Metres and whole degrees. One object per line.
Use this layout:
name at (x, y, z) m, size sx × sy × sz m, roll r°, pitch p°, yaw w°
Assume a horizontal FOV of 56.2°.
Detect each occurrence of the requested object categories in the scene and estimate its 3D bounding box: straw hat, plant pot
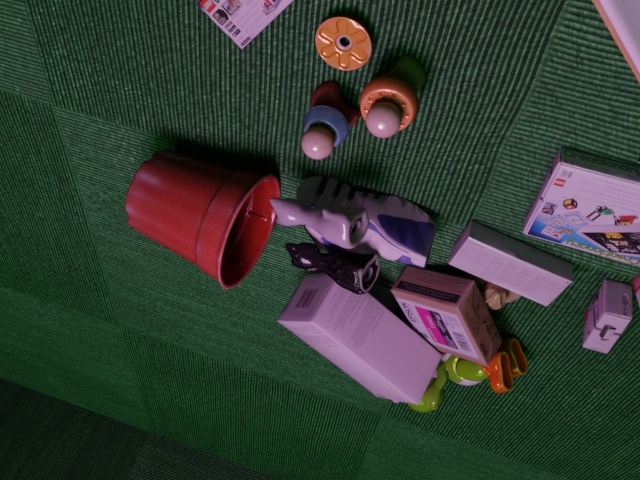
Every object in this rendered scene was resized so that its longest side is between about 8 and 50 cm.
straw hat at (0.401, 0.125, 1.385) m, size 0.144 × 0.061 × 0.144 m, roll 14°, pitch 140°, yaw 12°
plant pot at (-0.269, -0.066, 1.345) m, size 0.265 × 0.272 × 0.272 m, roll 22°, pitch 142°, yaw 12°

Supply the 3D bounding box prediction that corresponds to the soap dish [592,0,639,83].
soap dish at (0.472, -0.355, 0.760) m, size 0.229 × 0.118 × 0.291 m, roll -22°, pitch 123°, yaw 41°

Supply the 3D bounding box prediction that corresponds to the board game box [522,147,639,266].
board game box at (0.561, -0.048, 1.117) m, size 0.305 × 0.053 × 0.193 m, roll 17°, pitch 140°, yaw 7°

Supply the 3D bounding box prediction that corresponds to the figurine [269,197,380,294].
figurine at (0.000, 0.000, 1.249) m, size 0.209 × 0.092 × 0.215 m, roll 13°, pitch 139°, yaw 31°

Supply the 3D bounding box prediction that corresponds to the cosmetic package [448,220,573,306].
cosmetic package at (0.409, 0.050, 1.293) m, size 0.239 × 0.060 × 0.099 m, roll 24°, pitch 139°, yaw -2°

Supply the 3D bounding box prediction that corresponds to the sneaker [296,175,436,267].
sneaker at (0.093, -0.016, 1.336) m, size 0.316 × 0.127 × 0.182 m, roll 23°, pitch 145°, yaw 11°

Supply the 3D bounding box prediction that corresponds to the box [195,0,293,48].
box at (-0.109, -0.428, 1.016) m, size 0.114 × 0.036 × 0.207 m, roll 42°, pitch 137°, yaw -22°

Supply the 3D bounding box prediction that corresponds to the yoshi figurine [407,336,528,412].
yoshi figurine at (0.351, 0.368, 1.588) m, size 0.362 × 0.203 × 0.203 m, roll -15°, pitch 135°, yaw 41°

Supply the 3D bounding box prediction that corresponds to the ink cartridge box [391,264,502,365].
ink cartridge box at (0.302, 0.179, 1.429) m, size 0.193 × 0.088 × 0.234 m, roll 10°, pitch 144°, yaw 45°

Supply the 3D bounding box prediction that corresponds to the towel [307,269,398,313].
towel at (0.066, 0.187, 1.636) m, size 0.248 × 0.038 × 0.325 m, roll 19°, pitch 140°, yaw 4°

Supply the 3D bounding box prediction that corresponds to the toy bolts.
toy bolts at (0.037, -0.248, 1.054) m, size 0.218 × 0.158 × 0.228 m, roll 39°, pitch 138°, yaw -20°

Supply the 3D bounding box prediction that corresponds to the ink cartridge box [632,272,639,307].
ink cartridge box at (0.660, 0.115, 1.058) m, size 0.128 × 0.176 × 0.127 m, roll 26°, pitch 128°, yaw -4°

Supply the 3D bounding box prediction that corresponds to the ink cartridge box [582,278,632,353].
ink cartridge box at (0.618, 0.164, 1.296) m, size 0.056 × 0.099 × 0.135 m, roll 14°, pitch 139°, yaw 12°

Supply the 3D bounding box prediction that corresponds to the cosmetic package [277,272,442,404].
cosmetic package at (0.098, 0.246, 1.498) m, size 0.365 × 0.155 × 0.197 m, roll 40°, pitch 156°, yaw -21°

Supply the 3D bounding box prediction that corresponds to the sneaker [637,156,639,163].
sneaker at (0.608, -0.104, 0.984) m, size 0.153 × 0.094 × 0.235 m, roll 2°, pitch 125°, yaw 34°
